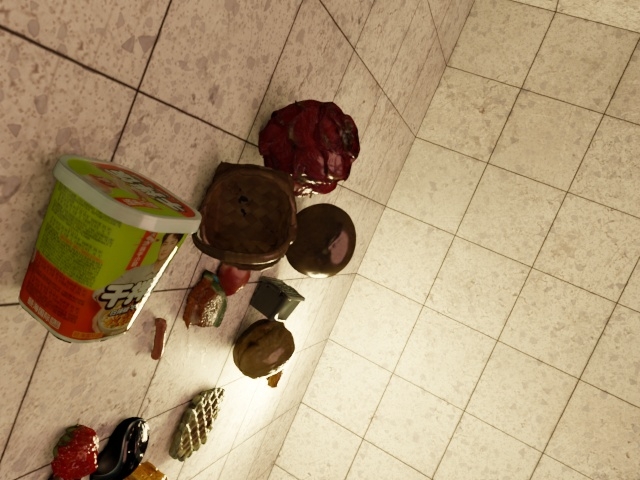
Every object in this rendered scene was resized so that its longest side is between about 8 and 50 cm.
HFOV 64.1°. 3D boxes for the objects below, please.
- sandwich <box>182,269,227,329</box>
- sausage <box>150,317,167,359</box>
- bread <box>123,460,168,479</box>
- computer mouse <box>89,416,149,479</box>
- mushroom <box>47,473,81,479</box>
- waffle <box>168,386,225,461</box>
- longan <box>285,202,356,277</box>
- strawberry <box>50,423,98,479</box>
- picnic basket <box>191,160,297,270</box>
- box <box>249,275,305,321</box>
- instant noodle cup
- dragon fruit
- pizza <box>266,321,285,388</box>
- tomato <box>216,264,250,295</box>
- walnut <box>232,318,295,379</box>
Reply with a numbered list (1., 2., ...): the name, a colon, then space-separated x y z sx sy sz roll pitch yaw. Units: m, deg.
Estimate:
1. sandwich: -0.373 0.206 1.701 0.159 0.079 0.235 -30 141 -60
2. sausage: -0.493 0.299 1.563 0.042 0.036 0.158 -55 162 -61
3. bread: -0.624 0.876 1.770 0.149 0.143 0.158 -65 165 -1
4. computer mouse: -0.617 0.670 1.599 0.233 0.096 0.137 -62 161 -6
5. mushroom: -0.710 0.669 1.418 0.123 0.052 0.123 -51 158 -30
6. waffle: -0.495 0.737 2.068 0.309 0.056 0.292 -67 161 3
7. longan: 0.000 0.000 2.110 0.319 0.319 0.319 -53 158 -33
8. strawberry: -0.648 0.585 1.382 0.146 0.082 0.187 -62 156 -43
9. picnic basket: -0.212 -0.032 1.442 0.337 0.293 0.337 -171 -90 -86
10. box: -0.185 0.252 2.161 0.135 0.163 0.243 -57 162 3
11. instant noodle cup: -0.442 0.026 1.049 0.308 0.294 0.294 -61 162 11
12. dragon fruit: -0.032 -0.294 1.620 0.329 0.329 0.329 -53 158 -33
13. pizza: -0.231 0.520 2.364 0.226 0.086 0.335 -31 -132 45
14. tomato: -0.294 0.115 1.796 0.166 0.082 0.174 -44 154 -46
15. walnut: -0.241 0.460 2.148 0.283 0.227 0.283 -38 141 -38
